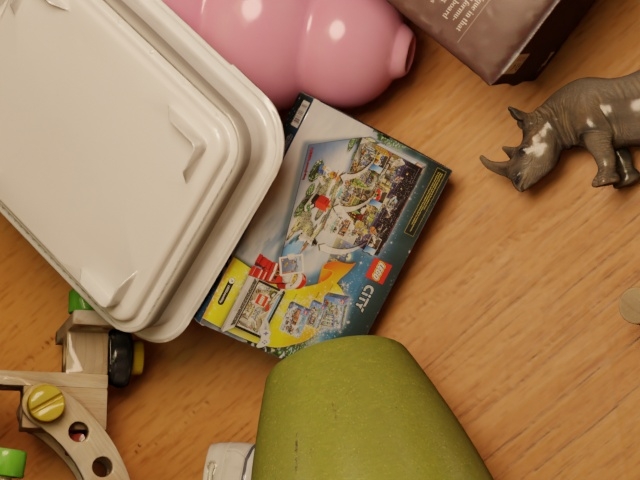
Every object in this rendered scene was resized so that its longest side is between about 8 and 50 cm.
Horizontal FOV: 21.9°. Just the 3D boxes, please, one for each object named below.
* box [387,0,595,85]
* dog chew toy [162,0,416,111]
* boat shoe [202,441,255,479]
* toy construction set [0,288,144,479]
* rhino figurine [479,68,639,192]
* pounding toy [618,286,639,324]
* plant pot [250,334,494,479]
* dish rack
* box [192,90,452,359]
[{"bbox_3d":[0.148,-0.267,1.503,0.203,0.168,0.167,40,108,10],"label":"box"},{"bbox_3d":[-0.072,-0.213,1.589,0.332,0.206,0.206,14,86,11],"label":"dog chew toy"},{"bbox_3d":[-0.092,0.321,1.560,0.088,0.096,0.267,4,82,23],"label":"boat shoe"},{"bbox_3d":[-0.292,0.146,1.558,0.257,0.309,0.237,5,78,11],"label":"toy construction set"},{"bbox_3d":[0.264,-0.102,1.519,0.243,0.073,0.106,-13,82,18],"label":"rhino figurine"},{"bbox_3d":[0.374,0.048,1.453,0.206,0.094,0.181,-6,85,27],"label":"pounding toy"},{"bbox_3d":[0.046,0.242,1.456,0.275,0.275,0.293,-21,61,14],"label":"plant pot"},{"bbox_3d":[-0.210,-0.091,1.510,0.333,0.072,0.285,44,122,20],"label":"dish rack"},{"bbox_3d":[0.000,0.000,1.548,0.159,0.044,0.233,26,94,-24],"label":"box"}]
